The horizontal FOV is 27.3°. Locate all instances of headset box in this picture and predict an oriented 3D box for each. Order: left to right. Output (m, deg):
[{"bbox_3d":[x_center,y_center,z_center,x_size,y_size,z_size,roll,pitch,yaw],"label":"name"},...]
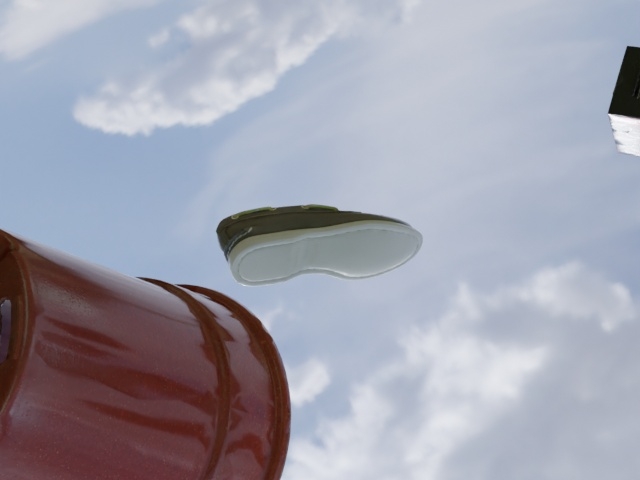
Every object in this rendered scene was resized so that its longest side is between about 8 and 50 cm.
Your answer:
[{"bbox_3d":[0.255,-0.111,1.051,0.032,0.083,0.062,12,-107,22],"label":"headset box"}]

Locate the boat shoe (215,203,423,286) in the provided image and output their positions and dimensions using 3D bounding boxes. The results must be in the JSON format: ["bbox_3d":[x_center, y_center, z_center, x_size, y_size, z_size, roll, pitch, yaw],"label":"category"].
[{"bbox_3d":[0.001,-0.004,1.858,0.305,0.109,0.091,-4,-140,-28],"label":"boat shoe"}]

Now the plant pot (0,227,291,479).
[{"bbox_3d":[-0.206,0.121,0.986,0.272,0.265,0.272,-13,-116,28],"label":"plant pot"}]
